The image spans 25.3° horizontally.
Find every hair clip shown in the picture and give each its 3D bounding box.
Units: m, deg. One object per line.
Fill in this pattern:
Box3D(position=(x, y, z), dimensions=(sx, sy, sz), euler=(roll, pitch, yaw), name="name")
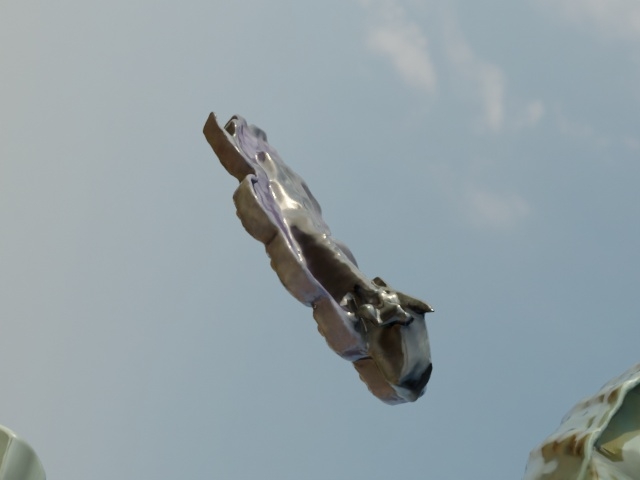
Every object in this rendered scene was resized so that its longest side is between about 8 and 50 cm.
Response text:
Box3D(position=(0.002, -0.001, 0.733), dimensions=(0.195, 0.052, 0.124), euler=(57, 6, 36), name="hair clip")

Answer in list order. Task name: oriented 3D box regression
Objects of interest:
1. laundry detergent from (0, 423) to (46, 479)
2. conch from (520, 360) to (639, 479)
Box3D(position=(-0.384, 0.267, 1.210), dimensions=(0.280, 0.214, 0.105), euler=(-57, 151, -33), name="laundry detergent")
Box3D(position=(0.218, 0.212, 0.825), dimensions=(0.303, 0.319, 0.215), euler=(52, -37, -6), name="conch")
